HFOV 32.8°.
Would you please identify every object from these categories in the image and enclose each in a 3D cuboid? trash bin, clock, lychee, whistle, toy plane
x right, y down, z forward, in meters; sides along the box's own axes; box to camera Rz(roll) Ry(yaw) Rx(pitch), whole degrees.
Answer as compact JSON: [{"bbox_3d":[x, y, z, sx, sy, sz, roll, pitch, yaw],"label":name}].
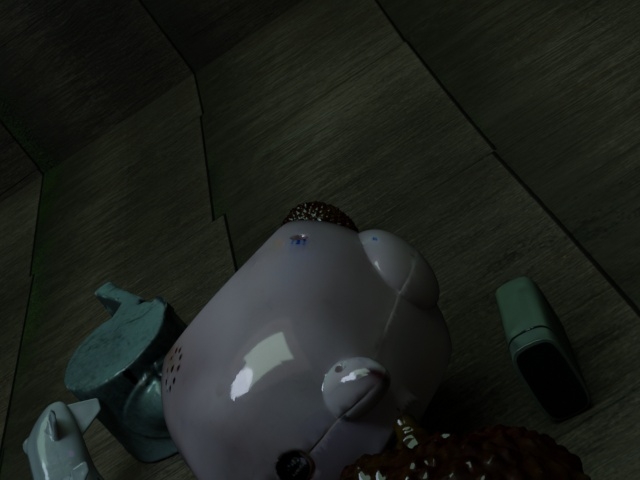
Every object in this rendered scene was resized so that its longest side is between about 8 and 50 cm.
[{"bbox_3d":[0.249,0.121,1.235,0.059,0.116,0.130,-27,27,14],"label":"trash bin"},{"bbox_3d":[-0.030,0.147,1.199,0.368,0.250,0.376,-48,7,15],"label":"clock"},{"bbox_3d":[0.122,0.289,0.942,0.276,0.276,0.304,-28,62,15],"label":"lychee"},{"bbox_3d":[-0.265,0.173,1.695,0.188,0.168,0.404,-31,27,11],"label":"whistle"},{"bbox_3d":[-0.336,0.339,1.487,0.117,0.244,0.245,-12,20,-19],"label":"toy plane"},{"bbox_3d":[0.002,-0.003,1.725,0.129,0.123,0.123,-2,40,29],"label":"lychee"}]

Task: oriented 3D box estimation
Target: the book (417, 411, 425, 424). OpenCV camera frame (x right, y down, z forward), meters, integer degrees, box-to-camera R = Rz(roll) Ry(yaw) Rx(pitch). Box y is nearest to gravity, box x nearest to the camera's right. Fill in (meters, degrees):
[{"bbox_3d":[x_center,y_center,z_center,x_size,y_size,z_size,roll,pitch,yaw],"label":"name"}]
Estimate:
[{"bbox_3d":[0.007,0.255,1.401,0.269,0.025,0.191,-12,35,39],"label":"book"}]
